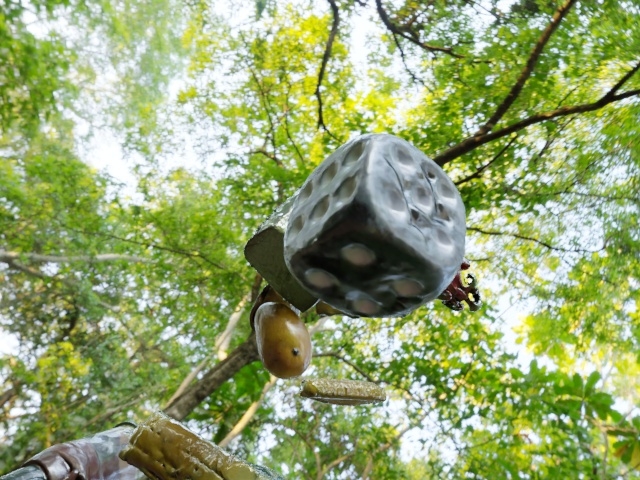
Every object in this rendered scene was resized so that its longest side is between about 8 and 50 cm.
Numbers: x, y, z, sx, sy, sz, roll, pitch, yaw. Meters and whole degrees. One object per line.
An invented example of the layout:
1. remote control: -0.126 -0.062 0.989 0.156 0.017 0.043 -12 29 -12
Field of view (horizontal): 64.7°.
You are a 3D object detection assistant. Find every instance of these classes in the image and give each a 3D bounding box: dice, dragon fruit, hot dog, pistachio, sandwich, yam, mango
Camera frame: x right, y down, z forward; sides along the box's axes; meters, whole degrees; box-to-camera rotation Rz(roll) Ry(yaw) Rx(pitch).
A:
1. dice: 0.070 -0.015 0.670 0.183 0.181 0.182 33 -42 -21
2. dragon fruit: 0.343 0.092 1.501 0.218 0.198 0.273 -41 -76 19
3. hot dog: 0.065 0.410 1.376 0.083 0.289 0.068 -36 -132 38
4. pistachio: 0.064 0.125 1.084 0.049 0.173 0.089 -167 -114 -70
5. sandwich: -0.118 0.355 0.715 0.301 0.099 0.271 6 -38 44
6. yam: -0.004 0.001 0.997 0.202 0.271 0.201 37 -46 9
7. pistachio: -0.110 0.186 1.347 0.131 0.165 0.210 23 -68 43
8. mango: -0.071 0.175 0.921 0.115 0.089 0.165 -62 -144 39

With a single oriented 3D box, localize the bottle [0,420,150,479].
1. bottle: -0.420 0.415 0.875 0.156 0.271 0.143 -34 -108 22
